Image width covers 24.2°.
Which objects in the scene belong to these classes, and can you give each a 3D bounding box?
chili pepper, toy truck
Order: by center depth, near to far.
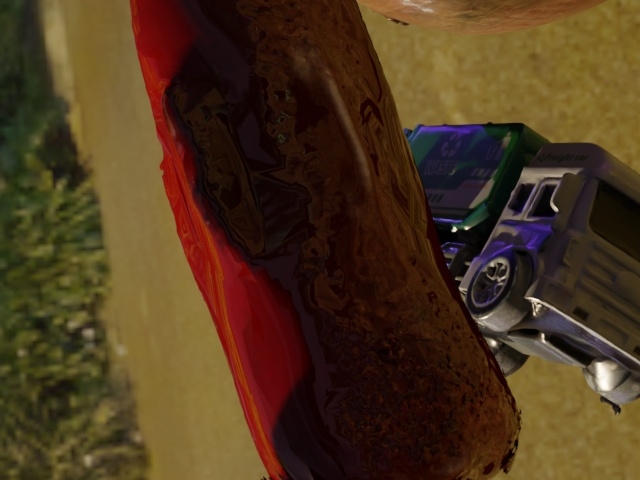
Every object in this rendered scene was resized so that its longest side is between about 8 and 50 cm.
[{"bbox_3d":[0.000,0.000,0.599,0.110,0.110,0.387,146,105,-73],"label":"chili pepper"},{"bbox_3d":[0.092,0.006,0.804,0.253,0.114,0.124,4,66,63],"label":"toy truck"}]

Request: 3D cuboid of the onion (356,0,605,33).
[{"bbox_3d":[0.085,-0.301,0.930,0.353,0.354,0.353,175,90,-75],"label":"onion"}]
